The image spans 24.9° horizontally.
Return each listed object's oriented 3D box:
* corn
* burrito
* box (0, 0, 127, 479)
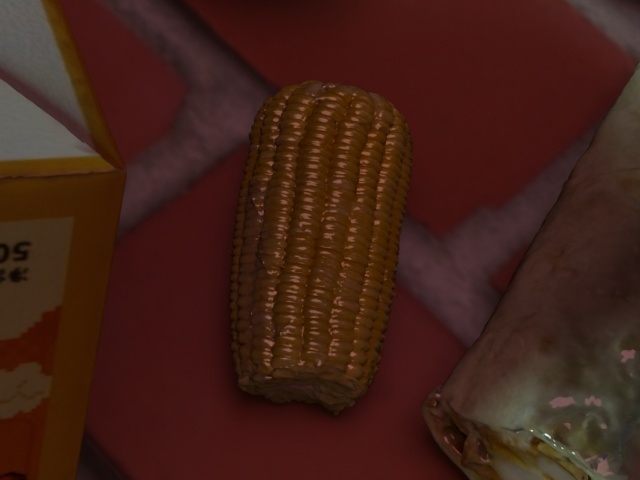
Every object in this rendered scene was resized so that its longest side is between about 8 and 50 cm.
[{"bbox_3d":[0.000,0.000,0.703,0.085,0.063,0.165,21,59,-27],"label":"corn"},{"bbox_3d":[0.174,0.015,0.705,0.143,0.105,0.299,31,62,11],"label":"burrito"},{"bbox_3d":[-0.248,-0.017,0.530,0.284,0.214,0.259,-5,44,-23],"label":"box"}]
